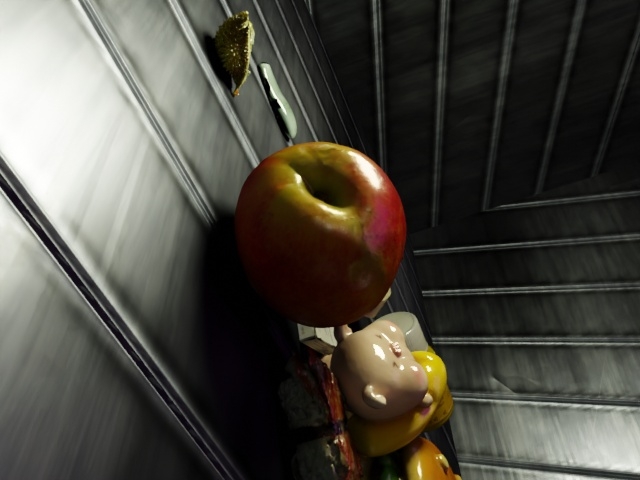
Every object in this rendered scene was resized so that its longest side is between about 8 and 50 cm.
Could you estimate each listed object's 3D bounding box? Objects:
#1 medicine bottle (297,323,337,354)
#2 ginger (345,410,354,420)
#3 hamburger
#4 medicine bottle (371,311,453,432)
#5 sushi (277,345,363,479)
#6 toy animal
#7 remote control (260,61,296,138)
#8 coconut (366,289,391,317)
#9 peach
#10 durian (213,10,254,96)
[{"bbox_3d":[-0.012,0.185,1.404,0.171,0.052,0.201,45,30,-59],"label":"medicine bottle"},{"bbox_3d":[0.103,0.418,1.479,0.115,0.081,0.205,24,48,-55],"label":"ginger"},{"bbox_3d":[0.198,0.640,1.195,0.396,0.277,0.396,-19,90,-76],"label":"hamburger"},{"bbox_3d":[0.308,0.458,1.884,0.224,0.224,0.384,-70,140,-66],"label":"medicine bottle"},{"bbox_3d":[-0.005,0.386,1.086,0.124,0.130,0.332,27,41,-62],"label":"sushi"},{"bbox_3d":[0.133,0.282,1.235,0.247,0.277,0.345,66,-5,-27],"label":"toy animal"},{"bbox_3d":[-0.132,-0.448,1.725,0.097,0.045,0.256,-65,132,-69],"label":"remote control"},{"bbox_3d":[0.146,0.181,1.800,0.147,0.153,0.147,30,21,-13],"label":"coconut"},{"bbox_3d":[0.000,0.000,1.127,0.388,0.388,0.388,-18,90,-75],"label":"peach"},{"bbox_3d":[-0.221,-0.474,1.377,0.146,0.102,0.208,-117,-150,-74],"label":"durian"}]
